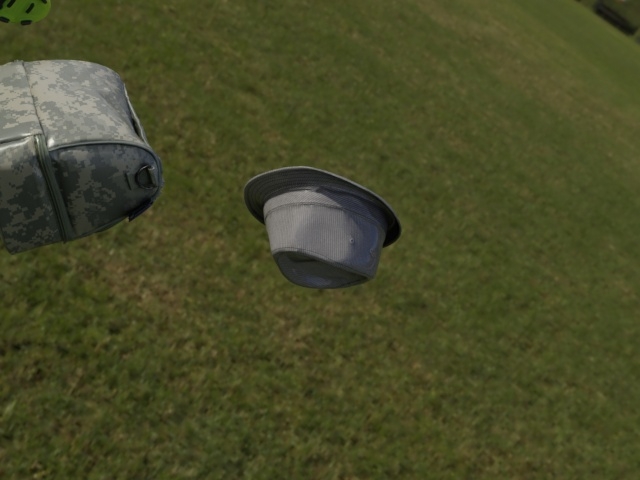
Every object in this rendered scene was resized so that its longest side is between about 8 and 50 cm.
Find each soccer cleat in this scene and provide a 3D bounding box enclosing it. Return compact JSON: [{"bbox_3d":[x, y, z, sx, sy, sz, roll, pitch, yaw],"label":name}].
[{"bbox_3d":[-0.575,-0.436,1.565,0.289,0.093,0.121,11,35,-44],"label":"soccer cleat"}]

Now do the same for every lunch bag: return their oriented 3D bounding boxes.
[{"bbox_3d":[-0.397,-0.146,1.498,0.256,0.213,0.305,-17,41,-12],"label":"lunch bag"}]

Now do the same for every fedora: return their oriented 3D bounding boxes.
[{"bbox_3d":[0.000,0.000,1.549,0.275,0.243,0.124,33,56,-46],"label":"fedora"}]
